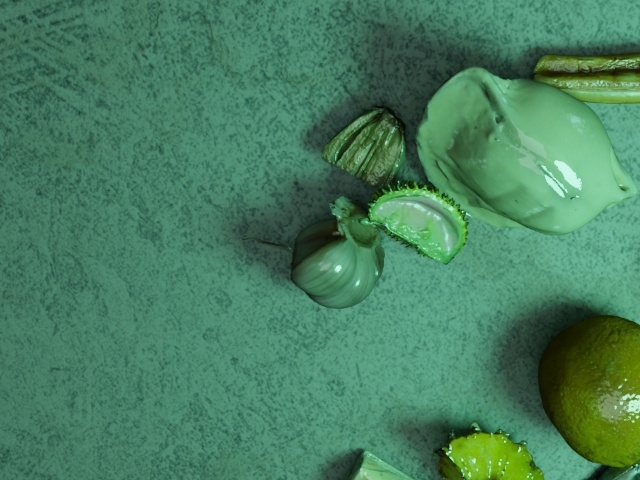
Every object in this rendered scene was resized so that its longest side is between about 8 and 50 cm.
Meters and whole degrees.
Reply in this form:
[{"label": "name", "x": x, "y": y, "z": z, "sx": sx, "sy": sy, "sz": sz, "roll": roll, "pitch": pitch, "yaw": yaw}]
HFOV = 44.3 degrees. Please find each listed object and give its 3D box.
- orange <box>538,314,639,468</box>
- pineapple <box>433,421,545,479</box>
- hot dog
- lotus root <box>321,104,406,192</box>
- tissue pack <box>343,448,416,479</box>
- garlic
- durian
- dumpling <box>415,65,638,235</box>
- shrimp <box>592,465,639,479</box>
[{"label": "orange", "x": 0.510, "y": 0.270, "z": 1.390, "sx": 0.264, "sy": 0.264, "sz": 0.264, "roll": 1, "pitch": 102, "yaw": 7}, {"label": "pineapple", "x": 0.339, "y": 0.464, "z": 1.531, "sx": 0.334, "sy": 0.158, "sz": 0.161, "roll": 46, "pitch": 64, "yaw": -8}, {"label": "hot dog", "x": 0.494, "y": -0.276, "z": 1.365, "sx": 0.249, "sy": 0.102, "sz": 0.076, "roll": 1, "pitch": 143, "yaw": 9}, {"label": "lotus root", "x": 0.099, "y": -0.173, "z": 1.442, "sx": 0.143, "sy": 0.070, "sz": 0.144, "roll": 38, "pitch": 108, "yaw": 4}, {"label": "tissue pack", "x": 0.129, "y": 0.537, "z": 1.576, "sx": 0.196, "sy": 0.092, "sz": 0.148, "roll": 31, "pitch": 104, "yaw": 1}, {"label": "garlic", "x": 0.000, "y": 0.000, "z": 1.442, "sx": 0.256, "sy": 0.207, "sz": 0.207, "roll": 32, "pitch": 104, "yaw": 10}, {"label": "durian", "x": 0.172, "y": -0.048, "z": 1.430, "sx": 0.220, "sy": 0.095, "sz": 0.137, "roll": 24, "pitch": 110, "yaw": -30}, {"label": "dumpling", "x": 0.324, "y": -0.123, "z": 1.342, "sx": 0.395, "sy": 0.233, "sz": 0.315, "roll": 31, "pitch": 138, "yaw": -23}, {"label": "shrimp", "x": 0.629, "y": 0.513, "z": 1.528, "sx": 0.222, "sy": 0.054, "sz": 0.290, "roll": 31, "pitch": 107, "yaw": 1}]
